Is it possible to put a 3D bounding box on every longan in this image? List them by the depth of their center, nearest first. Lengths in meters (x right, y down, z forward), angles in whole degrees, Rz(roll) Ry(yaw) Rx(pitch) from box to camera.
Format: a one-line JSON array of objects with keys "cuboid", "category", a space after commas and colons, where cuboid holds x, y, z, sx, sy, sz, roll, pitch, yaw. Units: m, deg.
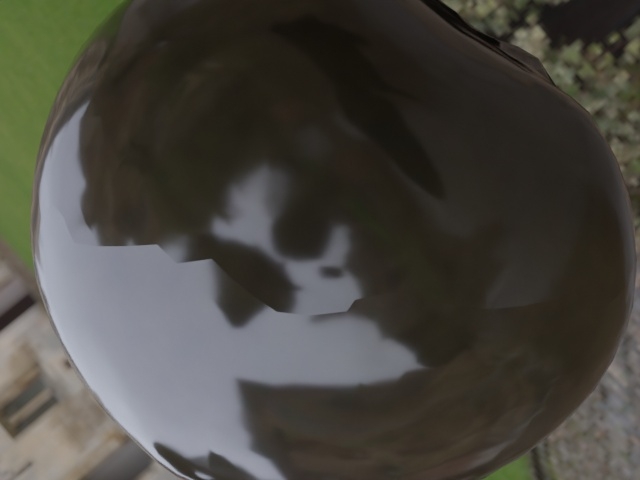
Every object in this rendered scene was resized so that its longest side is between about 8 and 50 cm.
[{"cuboid": [0.000, 0.000, 0.518, 0.220, 0.196, 0.196, 32, 165, 8], "category": "longan"}]
